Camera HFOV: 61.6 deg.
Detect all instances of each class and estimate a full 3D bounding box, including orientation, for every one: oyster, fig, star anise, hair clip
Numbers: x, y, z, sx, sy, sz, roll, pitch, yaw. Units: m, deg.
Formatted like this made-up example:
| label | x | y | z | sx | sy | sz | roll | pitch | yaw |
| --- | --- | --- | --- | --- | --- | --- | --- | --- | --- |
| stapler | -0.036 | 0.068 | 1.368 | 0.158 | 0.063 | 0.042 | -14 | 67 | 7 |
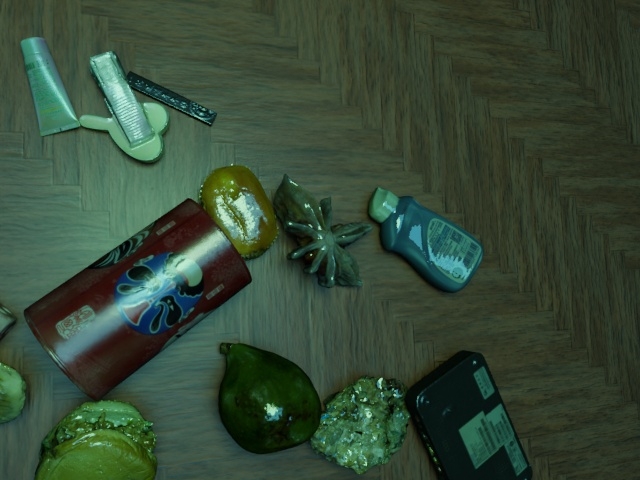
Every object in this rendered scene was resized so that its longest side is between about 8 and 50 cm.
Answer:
| label | x | y | z | sx | sy | sz | roll | pitch | yaw |
| --- | --- | --- | --- | --- | --- | --- | --- | --- | --- |
| oyster | 0.088 | 0.383 | 1.130 | 0.260 | 0.092 | 0.198 | 9 | 80 | -22 |
| fig | -0.112 | 0.285 | 1.027 | 0.196 | 0.195 | 0.244 | -22 | 69 | -19 |
| star anise | 0.004 | 0.003 | 1.122 | 0.258 | 0.111 | 0.198 | 29 | 59 | -34 |
| hair clip | -0.385 | -0.247 | 1.044 | 0.159 | 0.071 | 0.218 | -28 | 96 | -8 |

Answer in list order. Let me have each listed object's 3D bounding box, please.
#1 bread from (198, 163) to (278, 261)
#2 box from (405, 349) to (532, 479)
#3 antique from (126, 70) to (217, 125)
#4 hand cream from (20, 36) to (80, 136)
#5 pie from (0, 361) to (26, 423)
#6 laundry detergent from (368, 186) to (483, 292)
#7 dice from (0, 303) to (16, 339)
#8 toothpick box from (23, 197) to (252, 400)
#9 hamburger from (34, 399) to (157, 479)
| label | x | y | z | sx | sy | sz | roll | pitch | yaw |
| --- | --- | --- | --- | --- | --- | --- | --- | --- | --- |
| bread | -0.165 | -0.054 | 1.082 | 0.132 | 0.114 | 0.190 | -26 | 88 | -17 |
| box | 0.337 | 0.442 | 1.204 | 0.211 | 0.058 | 0.349 | -29 | 99 | -25 |
| antique | -0.308 | -0.291 | 1.104 | 0.192 | 0.015 | 0.031 | 24 | 77 | -15 |
| hand cream | -0.520 | -0.291 | 1.020 | 0.076 | 0.047 | 0.174 | -16 | 94 | -3 |
| pie | -0.603 | 0.241 | 0.887 | 0.218 | 0.185 | 0.052 | 32 | 32 | -23 |
| laundry detergent | 0.224 | -0.009 | 1.219 | 0.290 | 0.094 | 0.143 | 35 | 81 | -9 |
| dice | -0.594 | 0.144 | 0.923 | 0.093 | 0.091 | 0.094 | 39 | 73 | -11 |
| toothpick box | -0.315 | 0.098 | 0.964 | 0.333 | 0.204 | 0.204 | -39 | 97 | -17 |
| hamburger | -0.391 | 0.386 | 0.938 | 0.190 | 0.122 | 0.215 | 16 | 111 | -24 |
